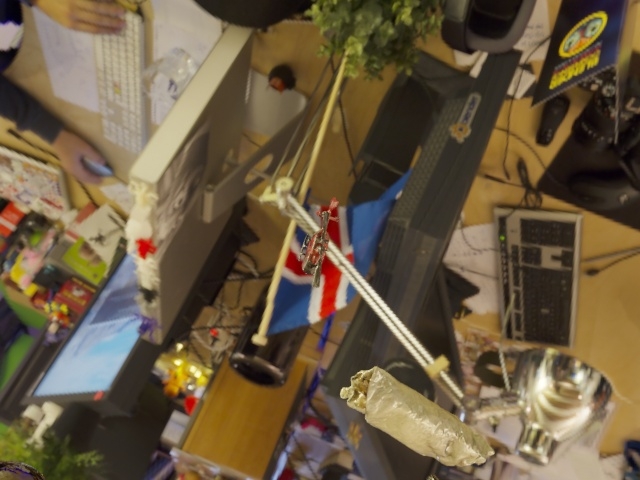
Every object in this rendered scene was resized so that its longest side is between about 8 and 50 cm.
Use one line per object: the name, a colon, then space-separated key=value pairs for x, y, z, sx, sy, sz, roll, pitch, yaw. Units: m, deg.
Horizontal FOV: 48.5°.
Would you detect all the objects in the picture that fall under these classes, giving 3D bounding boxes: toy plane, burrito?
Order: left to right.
toy plane: x=0.000 y=0.000 z=1.133 sx=0.037 sy=0.145 sz=0.060 roll=17 pitch=-177 yaw=-15
burrito: x=0.195 y=0.363 z=1.403 sx=0.117 sy=0.076 sz=0.392 roll=-38 pitch=123 yaw=23

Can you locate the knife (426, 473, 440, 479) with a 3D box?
knife: x=0.264 y=0.526 z=1.452 sx=0.121 sy=0.018 sz=0.031 roll=47 pitch=-178 yaw=-3

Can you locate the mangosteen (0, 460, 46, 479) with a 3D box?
mangosteen: x=-0.524 y=0.469 z=1.175 sx=0.209 sy=0.210 sz=0.210 roll=16 pitch=145 yaw=12
